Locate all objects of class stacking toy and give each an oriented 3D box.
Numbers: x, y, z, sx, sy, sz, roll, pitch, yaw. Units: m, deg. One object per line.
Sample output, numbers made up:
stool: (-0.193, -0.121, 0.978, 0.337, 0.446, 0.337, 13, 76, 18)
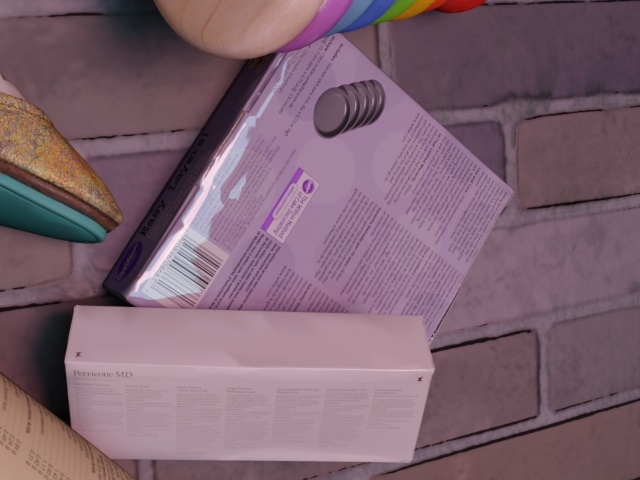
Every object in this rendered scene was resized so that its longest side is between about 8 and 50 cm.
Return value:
stacking toy: (0.033, -0.200, 0.689, 0.330, 0.141, 0.141, -16, 106, -54)

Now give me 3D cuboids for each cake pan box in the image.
cake pan box: (0.000, 0.000, 0.769, 0.245, 0.070, 0.267, 35, 79, -26)

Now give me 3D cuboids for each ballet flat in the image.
ballet flat: (-0.272, -0.089, 0.582, 0.348, 0.123, 0.123, 15, 89, -30)

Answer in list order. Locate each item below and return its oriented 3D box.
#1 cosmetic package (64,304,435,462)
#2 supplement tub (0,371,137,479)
cosmetic package: (-0.049, 0.099, 0.681, 0.239, 0.060, 0.099, 3, 131, -7)
supplement tub: (-0.223, 0.202, 0.572, 0.235, 0.235, 0.325, -50, 117, -15)
